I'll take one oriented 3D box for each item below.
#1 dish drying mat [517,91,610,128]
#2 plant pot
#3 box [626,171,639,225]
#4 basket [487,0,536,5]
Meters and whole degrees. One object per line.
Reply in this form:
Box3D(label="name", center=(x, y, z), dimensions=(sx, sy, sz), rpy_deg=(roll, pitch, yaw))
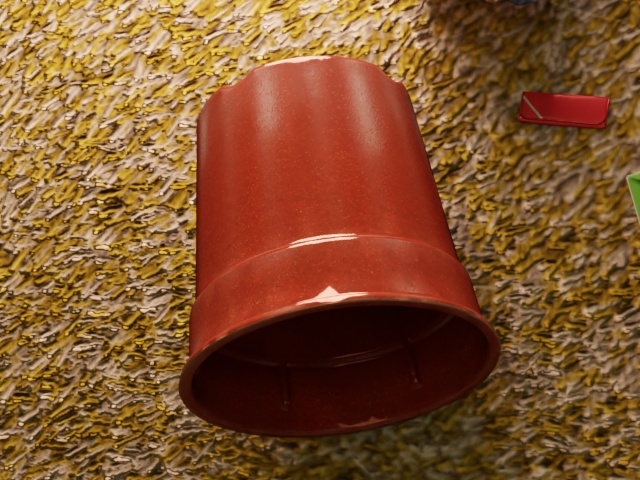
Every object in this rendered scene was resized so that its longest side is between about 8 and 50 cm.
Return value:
Box3D(label="dish drying mat", center=(0.229, -0.123, 1.417), dimensions=(0.083, 0.008, 0.032), rpy_deg=(6, 73, 20))
Box3D(label="plant pot", center=(0.000, 0.000, 1.326), dimensions=(0.272, 0.272, 0.265), rpy_deg=(-16, 60, 12))
Box3D(label="box", center=(0.347, 0.084, 1.188), dimensions=(0.127, 0.231, 0.262), rpy_deg=(-16, 69, 12))
Box3D(label="basket", center=(0.177, -0.351, 1.387), dimensions=(0.289, 0.201, 0.254), rpy_deg=(0, 70, 51))
